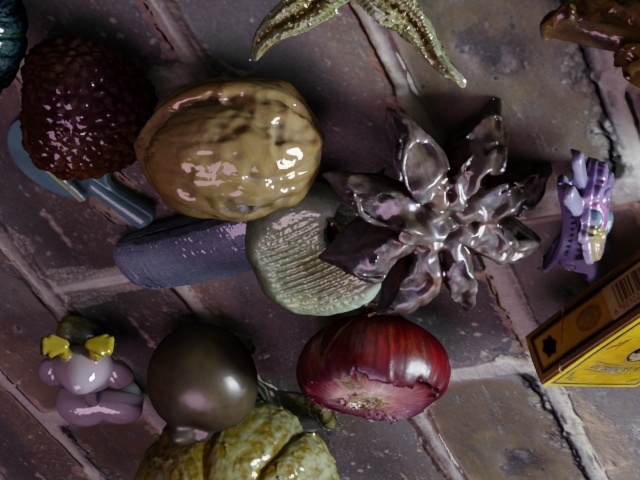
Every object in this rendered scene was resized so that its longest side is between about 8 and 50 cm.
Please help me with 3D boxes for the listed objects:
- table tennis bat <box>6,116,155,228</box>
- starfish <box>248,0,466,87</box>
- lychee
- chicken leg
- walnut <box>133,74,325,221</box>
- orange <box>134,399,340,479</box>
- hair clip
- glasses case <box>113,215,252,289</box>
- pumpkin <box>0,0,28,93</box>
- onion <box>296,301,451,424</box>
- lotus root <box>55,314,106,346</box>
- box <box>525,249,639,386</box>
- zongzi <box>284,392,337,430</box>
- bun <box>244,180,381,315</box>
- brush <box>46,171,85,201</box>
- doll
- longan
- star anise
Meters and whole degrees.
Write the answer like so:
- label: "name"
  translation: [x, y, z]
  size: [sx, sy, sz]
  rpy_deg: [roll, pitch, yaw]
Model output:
- label: "table tennis bat"
  translation: [-0.346, -0.096, 1.683]
  size: [0.244, 0.040, 0.153]
  rpy_deg: [36, 137, -16]
- label: "starfish"
  translation: [0.036, -0.299, 1.317]
  size: [0.347, 0.078, 0.358]
  rpy_deg: [-22, 126, 34]
- label: "lychee"
  translation: [-0.297, -0.168, 1.494]
  size: [0.188, 0.188, 0.188]
  rpy_deg: [8, 138, 8]
- label: "chicken leg"
  translation: [0.434, -0.160, 1.305]
  size: [0.409, 0.182, 0.295]
  rpy_deg: [18, 155, 3]
- label: "walnut"
  translation: [-0.112, -0.116, 1.460]
  size: [0.245, 0.198, 0.198]
  rpy_deg: [-1, 139, -11]
- label: "orange"
  translation: [-0.145, 0.378, 1.996]
  size: [0.368, 0.271, 0.210]
  rpy_deg: [-5, 92, 22]
- label: "hair clip"
  translation: [0.342, -0.025, 1.494]
  size: [0.090, 0.137, 0.278]
  rpy_deg: [17, 159, 12]
- label: "glasses case"
  translation: [-0.184, 0.013, 1.729]
  size: [0.282, 0.067, 0.109]
  rpy_deg: [-15, 134, 26]
- label: "pumpkin"
  translation: [-0.490, -0.270, 1.428]
  size: [0.248, 0.248, 0.248]
  rpy_deg: [8, 138, 8]
- label: "onion"
  translation: [0.082, 0.194, 1.777]
  size: [0.248, 0.161, 0.248]
  rpy_deg: [16, 147, 11]
- label: "lotus root"
  translation: [-0.400, 0.162, 1.965]
  size: [0.099, 0.054, 0.049]
  rpy_deg: [27, 152, -19]
- label: "box"
  translation: [0.448, 0.100, 1.567]
  size: [0.192, 0.084, 0.301]
  rpy_deg: [6, 145, -31]
- label: "zongzi"
  translation: [-0.017, 0.296, 2.010]
  size: [0.083, 0.040, 0.076]
  rpy_deg: [9, 146, 24]
- label: "bun"
  translation: [0.000, 0.000, 1.610]
  size: [0.203, 0.126, 0.212]
  rpy_deg: [-3, 126, 10]
- label: "brush"
  translation: [-0.370, -0.085, 1.675]
  size: [0.016, 0.013, 0.083]
  rpy_deg: [-9, 135, 41]
- label: "doll"
  translation: [-0.390, 0.250, 1.984]
  size: [0.160, 0.094, 0.365]
  rpy_deg: [1, 158, -1]
- label: "longan"
  translation: [-0.195, 0.237, 1.883]
  size: [0.185, 0.204, 0.159]
  rpy_deg: [21, -178, 11]
- label: "star anise"
  translation: [0.152, -0.029, 1.488]
  size: [0.331, 0.117, 0.332]
  rpy_deg: [-4, 119, -7]
